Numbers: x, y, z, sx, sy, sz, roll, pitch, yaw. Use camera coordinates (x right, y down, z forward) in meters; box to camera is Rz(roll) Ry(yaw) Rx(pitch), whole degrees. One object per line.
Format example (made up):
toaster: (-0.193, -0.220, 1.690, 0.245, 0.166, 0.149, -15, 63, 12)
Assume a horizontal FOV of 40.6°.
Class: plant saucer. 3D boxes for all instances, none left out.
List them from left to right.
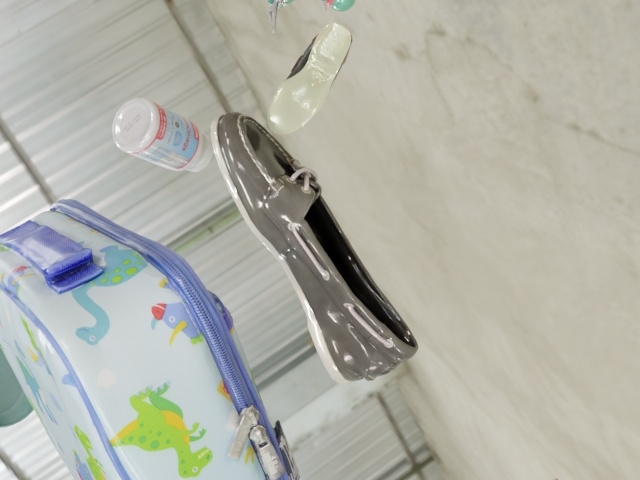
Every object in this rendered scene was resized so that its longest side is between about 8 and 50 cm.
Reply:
plant saucer: (-0.355, 0.144, 0.932, 0.021, 0.119, 0.119, -23, 105, 36)

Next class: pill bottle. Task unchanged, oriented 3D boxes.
pill bottle: (-0.242, -0.160, 1.358, 0.087, 0.087, 0.160, 50, -165, 28)

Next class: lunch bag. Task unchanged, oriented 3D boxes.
lunch bag: (-0.111, 0.071, 0.473, 0.219, 0.090, 0.176, 17, 133, 55)

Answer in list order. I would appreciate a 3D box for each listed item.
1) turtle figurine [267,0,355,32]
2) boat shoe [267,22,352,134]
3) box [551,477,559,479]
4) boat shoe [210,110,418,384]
turtle figurine: (-0.017, -0.347, 1.038, 0.175, 0.118, 0.234, 124, 129, -65)
boat shoe: (-0.010, -0.169, 0.920, 0.049, 0.133, 0.042, 32, -173, -3)
box: (0.203, 0.293, 0.653, 0.130, 0.170, 0.091, 27, 129, -4)
boat shoe: (0.000, 0.000, 0.934, 0.335, 0.096, 0.112, 63, -158, -13)
